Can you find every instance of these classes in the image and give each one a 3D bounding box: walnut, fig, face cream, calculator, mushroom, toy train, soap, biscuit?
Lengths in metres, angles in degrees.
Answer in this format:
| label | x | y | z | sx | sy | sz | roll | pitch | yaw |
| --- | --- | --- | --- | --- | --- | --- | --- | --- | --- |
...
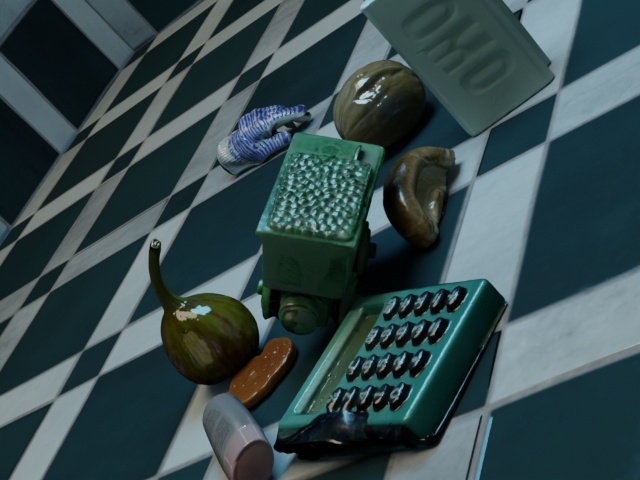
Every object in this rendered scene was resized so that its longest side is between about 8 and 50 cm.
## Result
| label | x | y | z | sx | sy | sz | roll | pitch | yaw |
| --- | --- | --- | --- | --- | --- | --- | --- | --- | --- |
| walnut | 0.097 | -0.224 | 2.150 | 0.162 | 0.140 | 0.140 | -32 | 18 | -12 |
| fig | -0.193 | 0.103 | 1.897 | 0.149 | 0.245 | 0.149 | -30 | 27 | 17 |
| face cream | -0.107 | 0.260 | 1.688 | 0.198 | 0.057 | 0.084 | -141 | 64 | -69 |
| calculator | 0.078 | 0.154 | 1.563 | 0.274 | 0.058 | 0.248 | -13 | 37 | 52 |
| mushroom | 0.137 | -0.071 | 1.848 | 0.072 | 0.094 | 0.210 | -25 | 31 | 33 |
| toy train | 0.000 | 0.000 | 1.769 | 0.145 | 0.202 | 0.266 | 9 | 40 | 7 |
| soap | 0.202 | -0.303 | 1.916 | 0.159 | 0.265 | 0.087 | -35 | 22 | 21 |
| biscuit | -0.084 | 0.191 | 1.842 | 0.130 | 0.019 | 0.102 | -47 | 21 | -9 |

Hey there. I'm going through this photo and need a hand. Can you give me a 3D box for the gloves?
| label | x | y | z | sx | sy | sz | roll | pitch | yaw |
| --- | --- | --- | --- | --- | --- | --- | --- | --- | --- |
| gloves | -0.116 | -0.210 | 2.594 | 0.229 | 0.097 | 0.119 | -28 | 56 | 26 |
